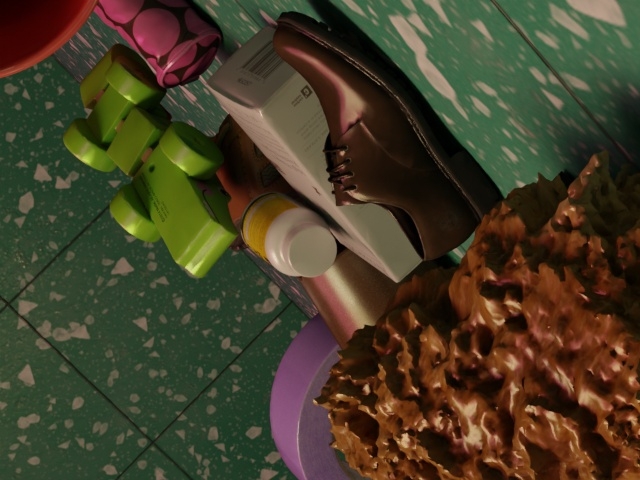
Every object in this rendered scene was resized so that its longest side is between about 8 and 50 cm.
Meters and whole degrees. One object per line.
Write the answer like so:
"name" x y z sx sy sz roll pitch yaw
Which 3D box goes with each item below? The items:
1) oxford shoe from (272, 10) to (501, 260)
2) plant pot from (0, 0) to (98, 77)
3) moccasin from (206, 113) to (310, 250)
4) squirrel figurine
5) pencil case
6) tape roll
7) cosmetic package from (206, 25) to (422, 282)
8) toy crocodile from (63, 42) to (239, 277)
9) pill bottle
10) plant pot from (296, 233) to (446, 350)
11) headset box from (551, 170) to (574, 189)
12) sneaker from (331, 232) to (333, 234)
"oxford shoe" 0.034 -0.075 0.970 0.227 0.096 0.083 48 174 -11
"plant pot" -0.342 -0.307 1.196 0.275 0.275 0.243 48 -177 -27
"moccasin" -0.078 -0.077 1.440 0.147 0.139 0.380 63 175 4
"squirrel figurine" 0.196 0.152 0.695 0.397 0.281 0.370 44 167 -18
"pencil case" -0.201 -0.245 1.356 0.209 0.095 0.098 43 142 17
"tape roll" 0.082 0.198 1.526 0.275 0.275 0.090 48 171 -26
"cosmetic package" 0.011 -0.075 1.143 0.231 0.085 0.117 51 171 -33
"toy crocodile" -0.172 -0.091 1.335 0.105 0.115 0.340 19 -156 -45
"pill bottle" -0.028 -0.004 1.192 0.065 0.065 0.116 48 173 -24
"plant pot" 0.069 0.063 1.345 0.165 0.167 0.167 53 172 -10
"headset box" 0.170 -0.006 0.842 0.062 0.032 0.083 42 172 18
"sneaker" 0.000 0.000 1.671 0.221 0.083 0.087 45 -178 27
